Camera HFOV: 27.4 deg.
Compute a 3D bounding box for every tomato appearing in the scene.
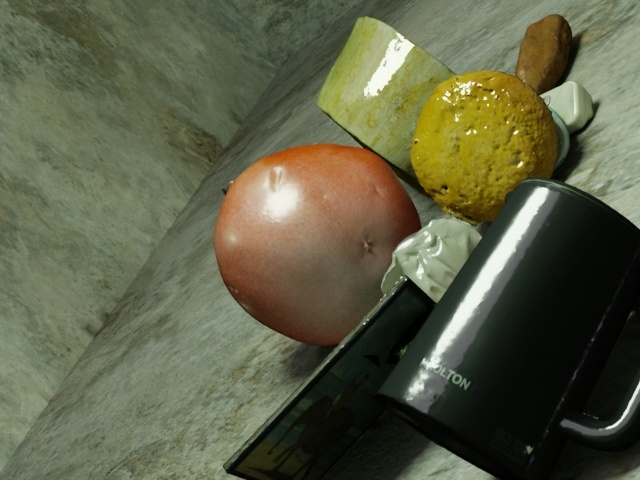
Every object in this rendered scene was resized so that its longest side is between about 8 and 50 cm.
[{"bbox_3d":[0.000,0.000,2.166,0.341,0.341,0.273,-48,30,-5],"label":"tomato"}]

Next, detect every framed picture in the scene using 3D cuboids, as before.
[{"bbox_3d":[0.039,0.208,1.785,0.347,0.016,0.265,-47,-28,0],"label":"framed picture"}]

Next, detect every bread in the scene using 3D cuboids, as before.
[{"bbox_3d":[0.259,-0.149,2.043,0.240,0.240,0.139,-40,-5,22],"label":"bread"}]

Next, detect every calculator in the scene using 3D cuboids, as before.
[{"bbox_3d":[0.350,-0.165,2.098,0.095,0.021,0.153,-60,32,22],"label":"calculator"}]

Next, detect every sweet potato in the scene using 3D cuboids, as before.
[{"bbox_3d":[0.390,-0.320,2.344,0.097,0.097,0.252,-32,20,41],"label":"sweet potato"}]

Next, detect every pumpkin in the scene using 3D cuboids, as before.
[{"bbox_3d":[0.138,-0.226,2.346,0.199,0.332,0.332,-50,16,-5],"label":"pumpkin"}]

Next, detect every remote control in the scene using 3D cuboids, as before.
[{"bbox_3d":[0.354,-0.185,2.173,0.230,0.049,0.090,-27,55,49],"label":"remote control"}]

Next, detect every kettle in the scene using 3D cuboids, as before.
[{"bbox_3d":[0.238,0.101,1.444,0.308,0.203,0.262,-57,20,-10],"label":"kettle"}]

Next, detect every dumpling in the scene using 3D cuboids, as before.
[{"bbox_3d":[0.167,0.045,1.969,0.188,0.127,0.108,-41,28,4],"label":"dumpling"}]

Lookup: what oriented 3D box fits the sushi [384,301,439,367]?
[{"bbox_3d":[0.174,0.159,1.674,0.127,0.124,0.225,-48,15,-10],"label":"sushi"}]

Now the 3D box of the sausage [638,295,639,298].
[{"bbox_3d":[0.397,0.039,1.523,0.053,0.053,0.348,-53,17,-21],"label":"sausage"}]
